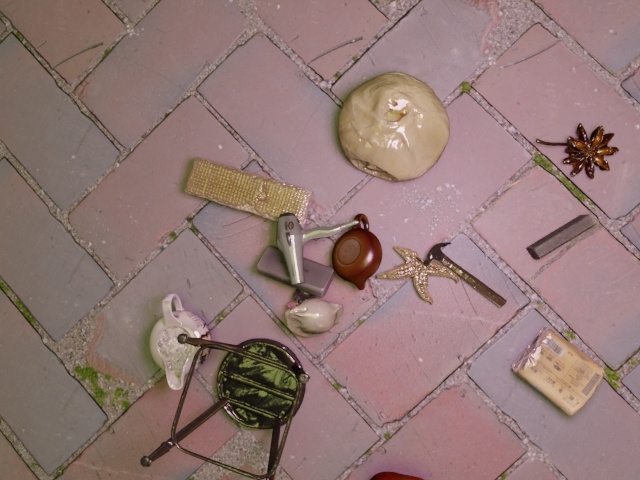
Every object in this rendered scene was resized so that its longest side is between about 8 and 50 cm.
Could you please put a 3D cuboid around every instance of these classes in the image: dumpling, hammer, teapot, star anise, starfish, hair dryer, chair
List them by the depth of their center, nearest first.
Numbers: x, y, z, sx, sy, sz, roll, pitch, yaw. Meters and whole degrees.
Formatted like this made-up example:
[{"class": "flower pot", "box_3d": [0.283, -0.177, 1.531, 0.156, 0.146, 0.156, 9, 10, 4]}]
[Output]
[{"class": "chair", "box_3d": [-0.226, 0.473, 1.402, 0.365, 0.410, 0.361, 16, 88, 7]}, {"class": "star anise", "box_3d": [0.822, -0.302, 1.486, 0.234, 0.073, 0.177, 40, 101, -10]}, {"class": "hair dryer", "box_3d": [-0.017, 0.034, 1.486, 0.268, 0.092, 0.228, 7, 83, 9]}, {"class": "hammer", "box_3d": [0.475, 0.119, 1.523, 0.297, 0.027, 0.125, 39, 71, 3]}, {"class": "dumpling", "box_3d": [-0.022, 0.258, 1.529, 0.181, 0.111, 0.154, 10, 123, 3]}, {"class": "teapot", "box_3d": [0.130, 0.035, 1.537, 0.178, 0.135, 0.251, -6, 66, 34]}, {"class": "starfish", "box_3d": [0.321, 0.117, 1.540, 0.248, 0.050, 0.138, 27, 91, 8]}, {"class": "teapot", "box_3d": [-0.476, 0.323, 1.569, 0.209, 0.166, 0.299, -9, 97, 17]}]

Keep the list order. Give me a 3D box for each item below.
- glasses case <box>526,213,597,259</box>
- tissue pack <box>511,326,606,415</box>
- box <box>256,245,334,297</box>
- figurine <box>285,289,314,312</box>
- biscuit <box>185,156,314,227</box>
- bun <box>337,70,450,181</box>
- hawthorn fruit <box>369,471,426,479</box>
[{"class": "glasses case", "box_3d": [0.760, -0.011, 1.488, 0.205, 0.071, 0.047, -32, 88, 3]}, {"class": "tissue pack", "box_3d": [0.738, 0.404, 1.463, 0.222, 0.090, 0.186, 37, 90, 5]}, {"class": "box", "box_3d": [-0.083, 0.101, 1.553, 0.244, 0.055, 0.103, 19, 60, 14]}, {"class": "figurine", "box_3d": [-0.067, 0.202, 1.573, 0.072, 0.054, 0.129, 34, 91, 24]}, {"class": "biscuit", "box_3d": [-0.241, -0.160, 1.598, 0.427, 0.078, 0.143, 17, 91, 7]}, {"class": "bun", "box_3d": [0.232, -0.370, 1.496, 0.365, 0.202, 0.363, 0, 86, 4]}, {"class": "hawthorn fruit", "box_3d": [0.244, 0.841, 1.416, 0.300, 0.275, 0.275, 3, 88, -9]}]
